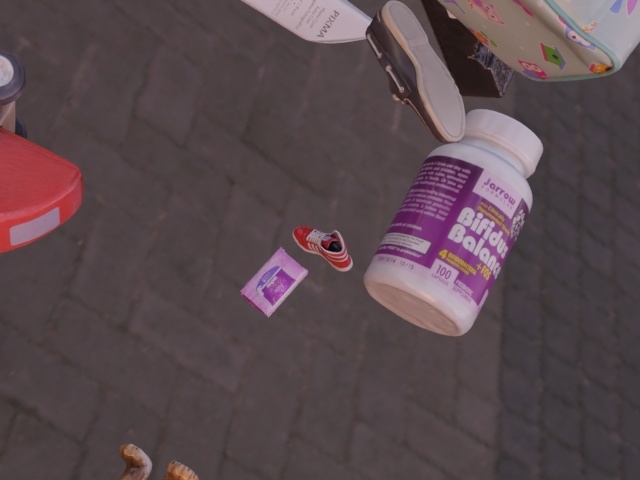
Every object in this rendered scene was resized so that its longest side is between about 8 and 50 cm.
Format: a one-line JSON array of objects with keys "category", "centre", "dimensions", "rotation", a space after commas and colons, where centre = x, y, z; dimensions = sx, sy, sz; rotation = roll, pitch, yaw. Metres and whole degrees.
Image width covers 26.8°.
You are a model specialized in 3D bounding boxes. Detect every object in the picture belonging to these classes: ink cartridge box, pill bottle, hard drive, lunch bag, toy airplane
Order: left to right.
[{"category": "toy airplane", "centre": [-0.477, -0.048, 1.291], "dimensions": [0.386, 0.384, 0.272], "rotation": [31, 50, -49]}, {"category": "ink cartridge box", "centre": [-0.013, -0.384, 2.233], "dimensions": [0.385, 0.091, 0.308], "rotation": [31, 11, -30]}, {"category": "pill bottle", "centre": [0.199, -0.030, 1.908], "dimensions": [0.169, 0.169, 0.301], "rotation": [34, 74, -20]}, {"category": "lunch bag", "centre": [0.160, -0.267, 1.210], "dimensions": [0.279, 0.108, 0.224], "rotation": [42, -8, -15]}, {"category": "hard drive", "centre": [0.199, -0.361, 1.503], "dimensions": [0.339, 0.064, 0.237], "rotation": [-66, 147, -26]}]

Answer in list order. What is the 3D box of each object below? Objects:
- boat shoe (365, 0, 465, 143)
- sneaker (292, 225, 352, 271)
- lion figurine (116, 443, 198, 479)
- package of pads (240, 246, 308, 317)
[{"category": "boat shoe", "centre": [0.121, -0.209, 1.739], "dimensions": [0.075, 0.065, 0.206], "rotation": [-12, 73, -47]}, {"category": "sneaker", "centre": [0.000, 0.000, 2.165], "dimensions": [0.118, 0.067, 0.042], "rotation": [32, 72, 24]}, {"category": "lion figurine", "centre": [-0.195, 0.353, 1.318], "dimensions": [0.240, 0.142, 0.392], "rotation": [-56, 139, -24]}, {"category": "package of pads", "centre": [-0.060, 0.055, 1.742], "dimensions": [0.050, 0.032, 0.083], "rotation": [41, 79, 7]}]
